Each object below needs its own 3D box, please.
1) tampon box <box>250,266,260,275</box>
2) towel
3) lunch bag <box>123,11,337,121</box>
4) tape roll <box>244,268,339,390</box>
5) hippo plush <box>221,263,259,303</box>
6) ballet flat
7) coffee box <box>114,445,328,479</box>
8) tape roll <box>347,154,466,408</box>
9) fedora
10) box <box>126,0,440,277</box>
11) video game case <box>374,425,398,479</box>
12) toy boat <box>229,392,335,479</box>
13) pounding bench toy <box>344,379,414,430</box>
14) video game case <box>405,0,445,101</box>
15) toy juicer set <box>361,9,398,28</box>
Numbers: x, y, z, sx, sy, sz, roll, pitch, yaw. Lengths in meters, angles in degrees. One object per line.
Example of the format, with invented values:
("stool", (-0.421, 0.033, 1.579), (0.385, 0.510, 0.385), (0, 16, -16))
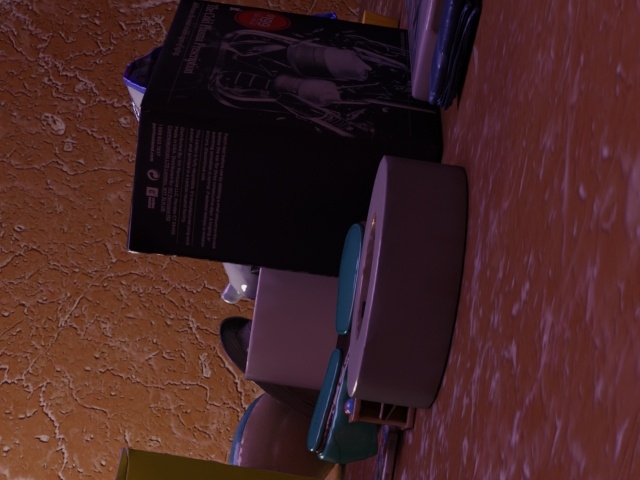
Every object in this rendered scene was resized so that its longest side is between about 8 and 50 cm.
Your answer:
("tampon box", (0.000, 0.000, 1.933), (0.101, 0.161, 0.120), (-16, 64, 64))
("towel", (0.126, -0.189, 1.289), (0.067, 0.029, 0.119), (-84, 2, -50))
("lunch bag", (-0.129, -0.200, 2.438), (0.239, 0.385, 0.328), (-82, -17, -44))
("tape roll", (0.003, 0.068, 1.730), (0.246, 0.169, 0.246), (-172, 90, -88))
("hippo plush", (-0.091, -0.029, 2.084), (0.237, 0.234, 0.294), (56, -154, -29))
("ballet flat", (0.050, 0.106, 1.390), (0.083, 0.087, 0.247), (-179, 100, -76))
("coffee box", (-0.158, 0.545, 1.943), (0.338, 0.337, 0.334), (-82, 1, -49))
("tape roll", (0.074, 0.037, 1.214), (0.219, 0.072, 0.219), (-173, 90, -88))
("fedora", (-0.025, 0.160, 2.081), (0.124, 0.243, 0.275), (-53, -12, 7))
("box", (-0.035, -0.122, 1.554), (0.343, 0.312, 0.179), (-86, 5, -61))
("video game case", (0.066, 0.254, 1.440), (0.087, 0.011, 0.122), (-98, 16, -85))
("toy boat", (-0.071, 0.386, 2.162), (0.267, 0.148, 0.318), (-9, -82, -63))
("pounding bench toy", (0.059, 0.137, 1.317), (0.052, 0.065, 0.083), (107, 171, -79))
("video game case", (0.138, -0.353, 1.522), (0.329, 0.036, 0.300), (-85, 4, -62))
("toy juicer set", (0.065, -0.208, 2.274), (0.209, 0.089, 0.329), (101, 176, -51))
